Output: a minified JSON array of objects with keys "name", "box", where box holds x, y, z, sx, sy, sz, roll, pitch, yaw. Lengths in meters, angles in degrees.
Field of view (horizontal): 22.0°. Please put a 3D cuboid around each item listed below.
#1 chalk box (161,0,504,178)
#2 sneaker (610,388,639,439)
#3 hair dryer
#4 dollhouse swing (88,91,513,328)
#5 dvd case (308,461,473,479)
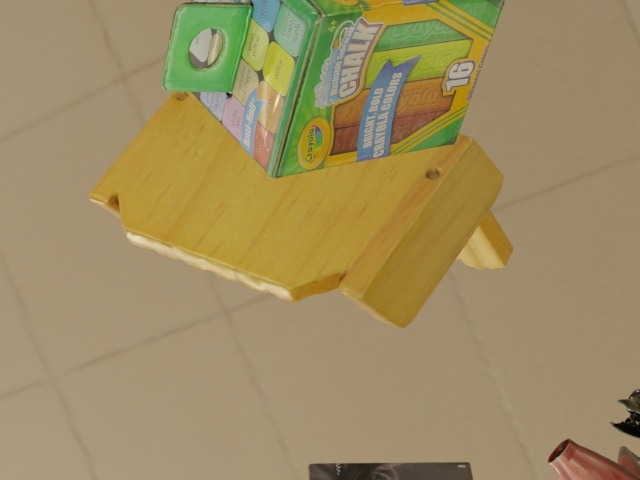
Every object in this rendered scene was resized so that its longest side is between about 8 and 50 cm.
[{"name":"chalk box","box":[-0.006,-0.136,1.113,0.132,0.213,0.132,47,135,34]},{"name":"sneaker","box":[0.347,0.168,1.635,0.089,0.170,0.051,26,110,15]},{"name":"hair dryer","box":[0.351,0.300,1.867,0.080,0.293,0.223,-51,43,6]},{"name":"dollhouse swing","box":[0.000,0.000,1.794,0.347,0.315,0.305,19,148,29]},{"name":"dvd case","box":[0.075,0.287,1.563,0.165,0.221,0.018,0,123,-3]}]
